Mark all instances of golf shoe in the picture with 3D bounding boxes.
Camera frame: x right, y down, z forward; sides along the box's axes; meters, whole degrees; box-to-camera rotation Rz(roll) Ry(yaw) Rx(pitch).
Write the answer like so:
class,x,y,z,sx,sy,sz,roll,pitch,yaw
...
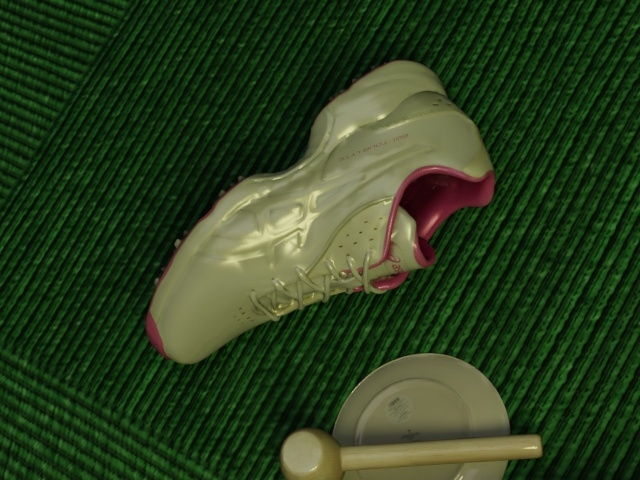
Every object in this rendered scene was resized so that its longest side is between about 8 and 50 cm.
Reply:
class,x,y,z,sx,sy,sz,roll,pitch,yaw
golf shoe,0.000,0.000,1.121,0.306,0.115,0.140,-43,61,3

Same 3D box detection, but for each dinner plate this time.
class,x,y,z,sx,sy,sz,roll,pitch,yaw
dinner plate,0.070,0.148,1.077,0.141,0.017,0.141,-10,62,21

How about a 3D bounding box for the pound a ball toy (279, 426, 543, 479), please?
class,x,y,z,sx,sy,sz,roll,pitch,yaw
pound a ball toy,0.112,0.206,0.948,0.319,0.136,0.208,-9,71,21
